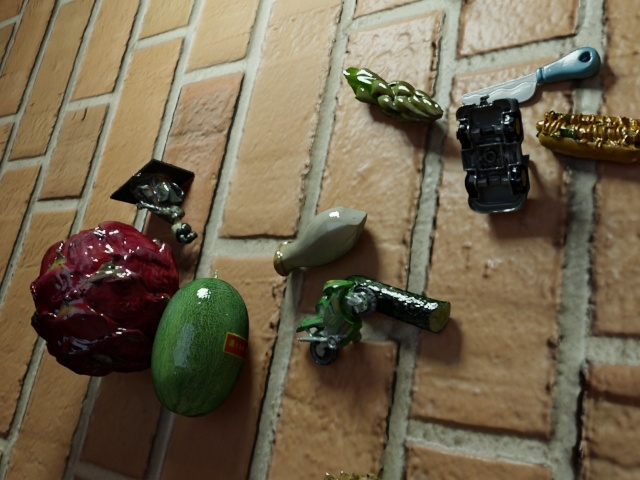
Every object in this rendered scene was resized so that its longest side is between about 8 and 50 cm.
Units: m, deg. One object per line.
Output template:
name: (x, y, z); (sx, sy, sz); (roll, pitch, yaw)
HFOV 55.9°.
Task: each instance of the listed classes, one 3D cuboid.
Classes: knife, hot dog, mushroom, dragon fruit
knife: (0.362, -0.273, 1.058); (0.244, 0.032, 0.058); (-16, 71, 34)
hot dog: (0.429, -0.165, 0.945); (0.188, 0.055, 0.072); (16, 79, 39)
mushroom: (-0.001, -0.001, 1.154); (0.212, 0.088, 0.097); (-31, 46, 28)
dragon fruit: (-0.443, 0.125, 1.264); (0.329, 0.329, 0.329); (-14, 64, 30)

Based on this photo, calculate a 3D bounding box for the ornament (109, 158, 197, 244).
ornament: (-0.361, -0.061, 1.409); (0.153, 0.166, 0.196); (-37, 69, 18)

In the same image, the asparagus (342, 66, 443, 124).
asparagus: (0.140, -0.277, 1.180); (0.287, 0.080, 0.080); (34, 92, 47)

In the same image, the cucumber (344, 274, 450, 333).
cucumber: (0.121, 0.102, 1.049); (0.214, 0.052, 0.058); (18, 60, 39)

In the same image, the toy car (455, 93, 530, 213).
toy car: (0.291, -0.146, 0.998); (0.097, 0.100, 0.191); (-3, 103, 34)

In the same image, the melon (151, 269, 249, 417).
melon: (-0.229, 0.194, 1.170); (0.182, 0.182, 0.288); (-1, 71, 34)

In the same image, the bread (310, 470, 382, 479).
bread: (0.109, 0.473, 0.818); (0.388, 0.183, 0.236); (18, 84, 38)

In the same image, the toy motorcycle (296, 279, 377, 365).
toy motorcycle: (0.025, 0.135, 1.067); (0.106, 0.074, 0.190); (51, 125, 25)
